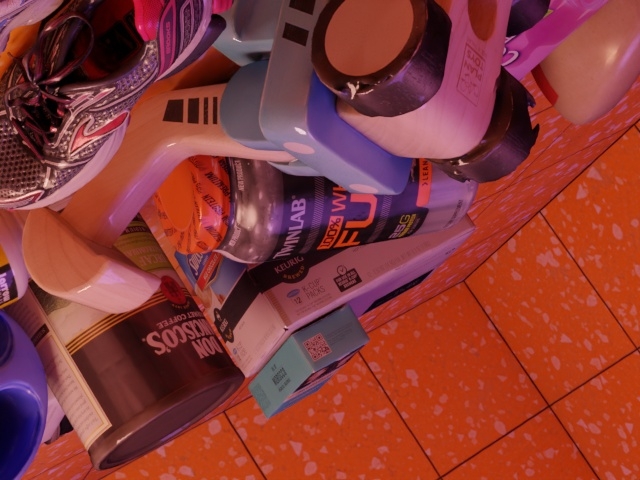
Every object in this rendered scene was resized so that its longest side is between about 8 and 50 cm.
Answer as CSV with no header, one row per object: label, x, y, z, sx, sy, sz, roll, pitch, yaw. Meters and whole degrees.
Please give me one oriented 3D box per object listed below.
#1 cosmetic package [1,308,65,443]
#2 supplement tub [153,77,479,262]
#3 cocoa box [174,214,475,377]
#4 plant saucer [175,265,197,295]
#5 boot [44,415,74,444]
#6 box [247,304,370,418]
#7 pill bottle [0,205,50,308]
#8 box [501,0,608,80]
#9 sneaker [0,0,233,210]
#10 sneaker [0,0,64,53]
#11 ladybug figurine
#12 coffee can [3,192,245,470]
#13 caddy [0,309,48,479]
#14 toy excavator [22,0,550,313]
cosmetic package,-0.545,0.245,1.504,0.453,0.161,0.230,-25,166,-33
supplement tub,-0.008,-0.089,1.376,0.338,0.207,0.207,-10,159,-25
cocoa box,0.000,0.000,1.786,0.347,0.228,0.231,-27,167,-25
plant saucer,-0.152,0.033,1.988,0.200,0.037,0.200,-32,169,-7
boot,-0.336,0.201,1.929,0.284,0.138,0.377,-29,171,-14
box,-0.020,0.176,1.737,0.101,0.060,0.244,-27,168,-26
pill bottle,-0.367,0.027,1.217,0.208,0.119,0.119,-28,167,-24
box,0.190,-0.285,1.299,0.214,0.117,0.243,8,140,-48
sneaker,-0.204,-0.129,0.985,0.299,0.121,0.112,-43,179,31
sneaker,-0.257,-0.170,0.915,0.135,0.052,0.058,-42,157,6
ladybug figurine,0.359,-0.303,1.543,0.305,0.162,0.449,-61,173,14
coffee can,-0.246,0.101,1.441,0.202,0.275,0.201,-32,168,-8
caddy,-0.455,0.192,1.277,0.341,0.241,0.179,-25,-174,-36
toy excavator,-0.046,-0.134,1.117,0.445,0.432,0.222,4,166,35
